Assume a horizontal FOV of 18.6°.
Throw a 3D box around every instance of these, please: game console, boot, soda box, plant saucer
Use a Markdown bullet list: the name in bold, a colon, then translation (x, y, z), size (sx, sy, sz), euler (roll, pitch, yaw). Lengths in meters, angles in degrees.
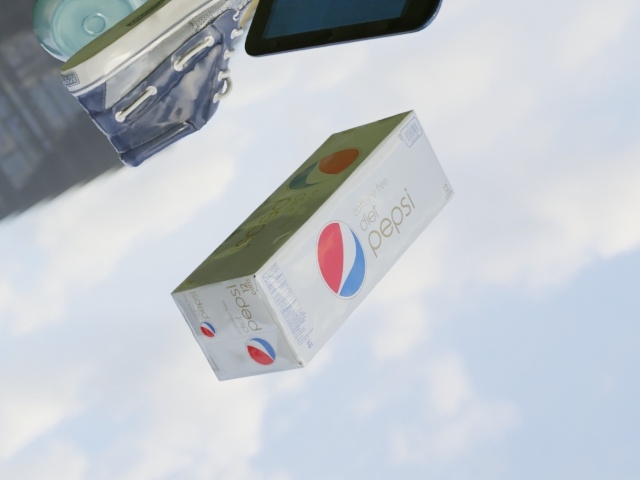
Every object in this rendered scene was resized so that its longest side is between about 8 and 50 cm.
- **game console**: translation (0.012, -0.357, 2.099), size (0.293, 0.250, 0.173), euler (-4, -151, 45)
- **boot**: translation (-0.083, -0.135, 1.351), size (0.190, 0.086, 0.069), euler (-36, -161, -11)
- **soda box**: translation (0.000, 0.000, 1.244), size (0.074, 0.069, 0.216), euler (-13, -158, 39)
- **plant saucer**: translation (-0.223, -0.217, 1.922), size (0.119, 0.119, 0.021), euler (-30, -140, 8)
